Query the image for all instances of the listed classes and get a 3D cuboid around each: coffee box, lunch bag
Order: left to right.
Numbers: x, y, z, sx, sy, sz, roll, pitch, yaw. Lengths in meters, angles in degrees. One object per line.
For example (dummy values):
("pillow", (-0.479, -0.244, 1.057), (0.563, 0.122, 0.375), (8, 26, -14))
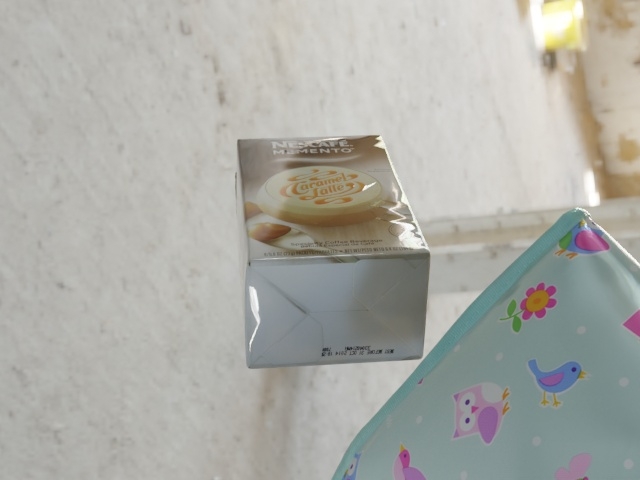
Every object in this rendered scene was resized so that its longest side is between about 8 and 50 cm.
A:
("coffee box", (0.000, 0.000, 0.965), (0.246, 0.141, 0.098), (-105, -166, -63))
("lunch bag", (0.135, 0.156, 0.640), (0.160, 0.262, 0.223), (35, 13, -45))
